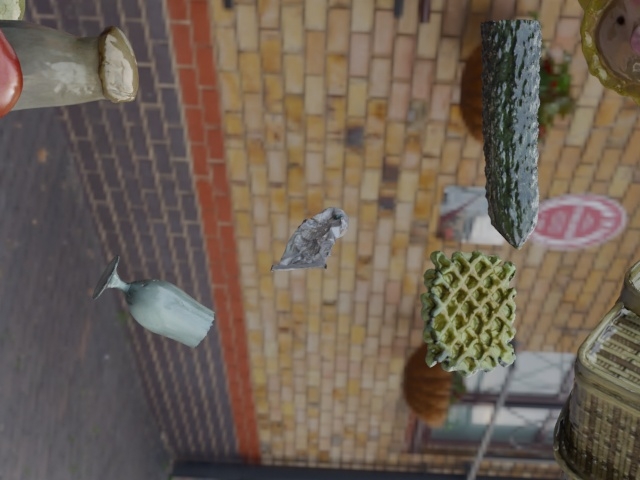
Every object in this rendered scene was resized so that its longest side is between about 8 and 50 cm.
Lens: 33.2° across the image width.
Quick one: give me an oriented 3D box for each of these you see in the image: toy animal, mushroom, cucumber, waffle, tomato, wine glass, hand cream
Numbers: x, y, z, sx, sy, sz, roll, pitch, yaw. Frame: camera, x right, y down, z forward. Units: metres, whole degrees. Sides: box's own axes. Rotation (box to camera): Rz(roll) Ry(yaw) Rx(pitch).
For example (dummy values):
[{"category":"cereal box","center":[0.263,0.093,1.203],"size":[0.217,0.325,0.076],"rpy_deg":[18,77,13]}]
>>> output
[{"category":"toy animal","center":[0.327,-0.209,0.890],"size":[0.230,0.156,0.156],"rpy_deg":[-29,-133,36]},{"category":"mushroom","center":[-0.489,-0.269,1.665],"size":[0.137,0.408,0.154],"rpy_deg":[90,-4,-58]},{"category":"cucumber","center":[0.301,-0.166,1.690],"size":[0.096,0.096,0.359],"rpy_deg":[-76,165,-85]},{"category":"waffle","center":[0.254,0.128,1.874],"size":[0.054,0.204,0.223],"rpy_deg":[-6,-99,56]},{"category":"tomato","center":[-0.499,-0.246,1.483],"size":[0.136,0.195,0.195],"rpy_deg":[-40,163,-15]},{"category":"wine glass","center":[-0.287,0.110,1.869],"size":[0.093,0.202,0.093],"rpy_deg":[-51,-160,27]},{"category":"hand cream","center":[0.000,-0.004,1.617],"size":[0.257,0.084,0.050],"rpy_deg":[-46,132,-68]}]

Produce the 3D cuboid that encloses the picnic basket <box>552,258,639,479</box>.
[{"category":"picnic basket","center":[0.352,0.102,0.830],"size":[0.313,0.228,0.175],"rpy_deg":[-38,140,-32]}]

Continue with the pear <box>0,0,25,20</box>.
[{"category":"pear","center":[-0.614,-0.437,1.941],"size":[0.137,0.167,0.167],"rpy_deg":[-4,99,-45]}]
